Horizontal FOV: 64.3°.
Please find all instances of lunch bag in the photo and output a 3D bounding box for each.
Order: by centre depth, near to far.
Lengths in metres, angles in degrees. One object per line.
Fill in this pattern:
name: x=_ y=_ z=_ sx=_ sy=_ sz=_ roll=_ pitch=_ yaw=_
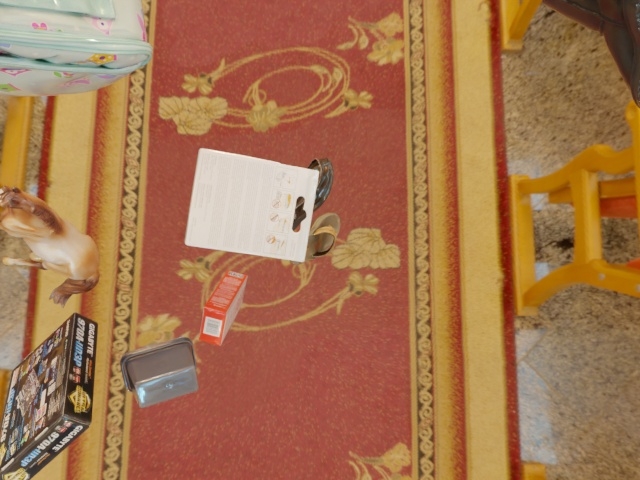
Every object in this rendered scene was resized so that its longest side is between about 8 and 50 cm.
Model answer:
lunch bag: x=-0.354 y=-0.234 z=0.583 sx=0.279 sy=0.224 sz=0.108 roll=-19 pitch=104 yaw=-47

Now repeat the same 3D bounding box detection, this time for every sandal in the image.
sandal: x=0.000 y=0.000 z=0.971 sx=0.049 sy=0.180 sz=0.072 roll=7 pitch=112 yaw=27

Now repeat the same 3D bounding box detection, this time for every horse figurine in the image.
horse figurine: x=-0.370 y=0.002 z=0.672 sx=0.174 sy=0.263 sz=0.066 roll=5 pitch=55 yaw=18

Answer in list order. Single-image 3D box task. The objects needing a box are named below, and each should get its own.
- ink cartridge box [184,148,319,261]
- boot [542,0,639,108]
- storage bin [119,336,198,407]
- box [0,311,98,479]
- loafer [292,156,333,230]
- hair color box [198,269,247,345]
ink cartridge box: x=-0.103 y=-0.052 z=0.765 sx=0.179 sy=0.045 sz=0.145 roll=9 pitch=91 yaw=-14
boot: x=0.421 y=-0.321 z=0.736 sx=0.094 sy=0.246 sz=0.207 roll=-38 pitch=45 yaw=13
storage bin: x=-0.288 y=0.253 z=0.936 sx=0.135 sy=0.091 sz=0.098 roll=-12 pitch=112 yaw=-23
box: x=-0.439 y=0.249 z=0.820 sx=0.175 sy=0.220 sz=0.051 roll=-41 pitch=129 yaw=11
loafer: x=-0.055 y=-0.084 z=1.040 sx=0.078 sy=0.080 sz=0.220 roll=20 pitch=122 yaw=-36
hair color box: x=-0.174 y=0.119 z=0.924 sx=0.043 sy=0.141 sz=0.072 roll=15 pitch=113 yaw=1
